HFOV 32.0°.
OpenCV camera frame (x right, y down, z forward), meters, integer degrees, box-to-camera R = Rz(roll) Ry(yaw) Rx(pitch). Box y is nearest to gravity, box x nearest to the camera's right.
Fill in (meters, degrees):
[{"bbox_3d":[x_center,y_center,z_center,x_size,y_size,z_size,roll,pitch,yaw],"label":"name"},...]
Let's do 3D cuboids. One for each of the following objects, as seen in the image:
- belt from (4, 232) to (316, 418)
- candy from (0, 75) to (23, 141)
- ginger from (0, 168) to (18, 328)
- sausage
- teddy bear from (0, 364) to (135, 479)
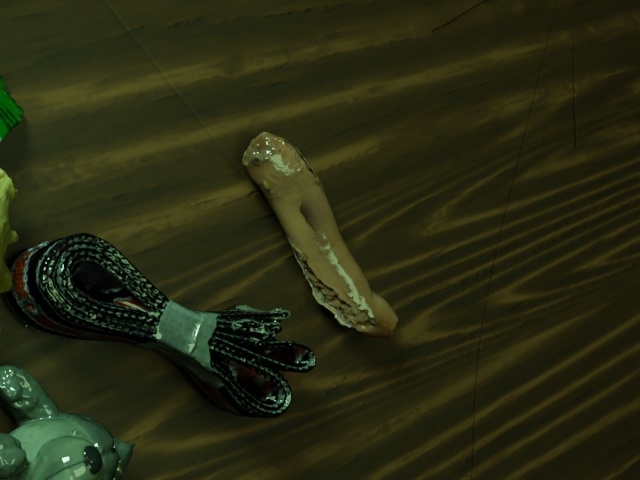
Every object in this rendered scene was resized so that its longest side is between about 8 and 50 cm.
[{"bbox_3d":[-0.164,0.092,1.182,0.359,0.094,0.126,26,74,-37],"label":"belt"},{"bbox_3d":[-0.369,-0.110,1.022,0.203,0.078,0.141,-49,119,-24],"label":"candy"},{"bbox_3d":[-0.336,0.031,1.043,0.115,0.081,0.205,35,73,-1],"label":"ginger"},{"bbox_3d":[0.000,0.001,1.340,0.078,0.078,0.304,-44,115,-32],"label":"sausage"},{"bbox_3d":[-0.286,0.214,1.048,0.251,0.144,0.171,-39,100,-37],"label":"teddy bear"}]
